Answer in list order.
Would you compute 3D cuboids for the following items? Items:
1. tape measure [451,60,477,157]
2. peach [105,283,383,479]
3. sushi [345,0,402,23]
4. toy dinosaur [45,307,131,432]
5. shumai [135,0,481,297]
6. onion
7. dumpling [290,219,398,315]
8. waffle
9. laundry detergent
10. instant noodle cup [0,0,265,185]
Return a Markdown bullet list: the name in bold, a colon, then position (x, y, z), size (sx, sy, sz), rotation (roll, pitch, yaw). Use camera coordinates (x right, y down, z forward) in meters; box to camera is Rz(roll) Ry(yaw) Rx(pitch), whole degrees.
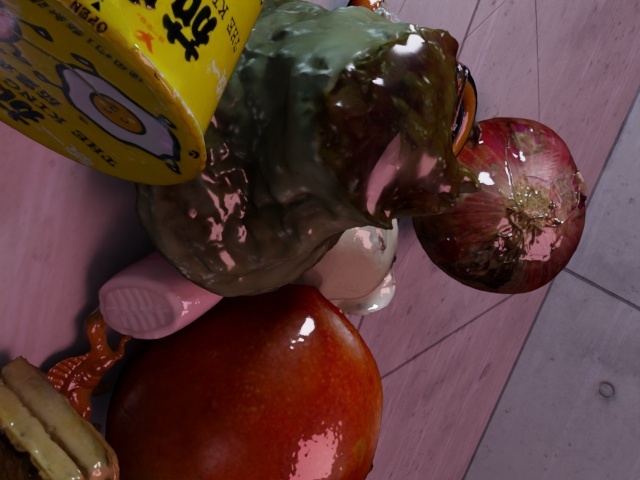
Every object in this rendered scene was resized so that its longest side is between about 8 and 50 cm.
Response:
- **tape measure**: position (0.157, -0.194, 1.657), size (0.222, 0.135, 0.202), rotation (-61, 146, -3)
- **peach**: position (-0.089, 0.232, 1.392), size (0.388, 0.388, 0.388), rotation (-43, 151, -31)
- **sushi**: position (0.044, -0.250, 1.412), size (0.226, 0.103, 0.097), rotation (-54, 155, 8)
- **toy dinosaur**: position (-0.310, 0.189, 1.287), size (0.212, 0.057, 0.142), rotation (-49, 149, -19)
- **shumai**: position (0.013, -0.117, 1.141), size (0.397, 0.323, 0.324), rotation (-42, 117, -39)
- **onion**: position (0.331, -0.071, 1.917), size (0.353, 0.354, 0.353), rotation (-43, 151, -31)
- **dumpling**: position (0.000, 0.000, 1.590), size (0.243, 0.187, 0.318), rotation (-21, 138, 6)
- **waffle**: position (-0.318, 0.306, 1.203), size (0.091, 0.213, 0.308), rotation (-28, 141, -35)
- **laundry detergent**: position (-0.131, 0.019, 1.333), size (0.335, 0.159, 0.087), rotation (-36, 117, -50)
- **instant noodle cup**: position (-0.171, -0.233, 0.801), size (0.254, 0.326, 0.325), rotation (-60, 157, -19)
